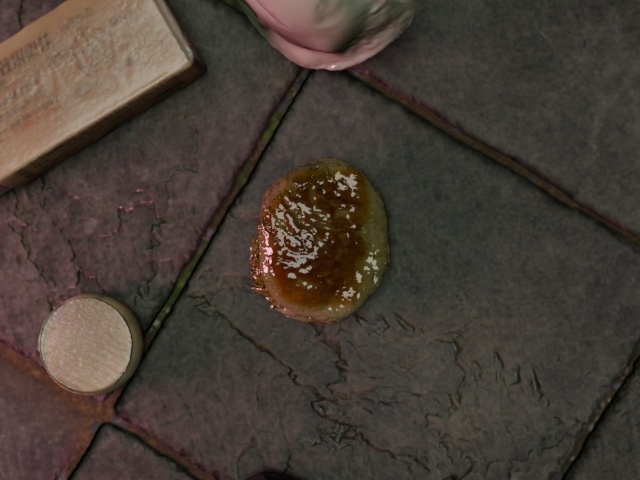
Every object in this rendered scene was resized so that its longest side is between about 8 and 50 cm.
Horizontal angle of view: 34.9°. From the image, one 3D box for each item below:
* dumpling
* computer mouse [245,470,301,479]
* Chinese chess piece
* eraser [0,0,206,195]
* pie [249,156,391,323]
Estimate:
[{"bbox_3d":[-0.032,-0.303,1.122,0.175,0.227,0.243,-19,77,-27],"label":"dumpling"},{"bbox_3d":[-0.023,0.333,1.182,0.172,0.057,0.099,32,95,17],"label":"computer mouse"},{"bbox_3d":[-0.271,0.123,1.209,0.122,0.051,0.122,0,88,7],"label":"Chinese chess piece"},{"bbox_3d":[-0.315,-0.175,1.201,0.343,0.078,0.144,-30,86,6],"label":"eraser"},{"bbox_3d":[0.000,0.000,1.171,0.163,0.079,0.193,3,91,2],"label":"pie"}]
